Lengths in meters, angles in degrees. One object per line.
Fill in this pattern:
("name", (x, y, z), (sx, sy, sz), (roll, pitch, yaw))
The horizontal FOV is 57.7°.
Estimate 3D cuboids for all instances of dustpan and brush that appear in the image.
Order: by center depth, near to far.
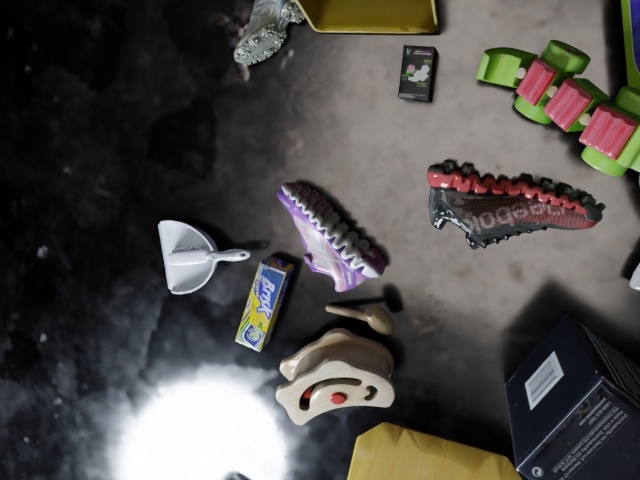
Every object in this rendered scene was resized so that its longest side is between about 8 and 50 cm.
("dustpan and brush", (-0.222, 0.029, 1.108), (0.211, 0.060, 0.147), (-5, 98, 16))

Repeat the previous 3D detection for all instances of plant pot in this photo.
("plant pot", (0.076, -0.446, 0.878), (0.212, 0.212, 0.187), (6, 89, 14))

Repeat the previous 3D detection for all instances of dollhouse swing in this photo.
("dollhouse swing", (0.186, 0.540, 1.070), (0.347, 0.315, 0.305), (12, 63, 13))

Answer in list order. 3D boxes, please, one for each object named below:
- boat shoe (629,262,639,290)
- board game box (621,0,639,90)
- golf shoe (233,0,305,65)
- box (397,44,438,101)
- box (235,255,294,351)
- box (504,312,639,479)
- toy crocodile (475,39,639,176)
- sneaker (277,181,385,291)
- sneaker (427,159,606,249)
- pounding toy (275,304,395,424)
("boat shoe", (0.609, 0.113, 0.879), (0.277, 0.098, 0.096), (34, 107, 17))
("board game box", (0.538, -0.357, 0.780), (0.233, 0.078, 0.347), (-3, 99, 39))
("golf shoe", (-0.093, -0.386, 1.010), (0.176, 0.069, 0.086), (-42, 67, 15))
("box", (0.160, -0.272, 0.950), (0.052, 0.062, 0.083), (9, 102, 15))
("box", (-0.104, 0.117, 1.092), (0.054, 0.059, 0.169), (21, 105, 9))
("box", (0.446, 0.297, 0.847), (0.294, 0.296, 0.183), (36, 106, 7))
("toy crocodile", (0.378, -0.191, 0.840), (0.340, 0.105, 0.115), (47, 131, 28))
("sneaker", (0.000, 0.000, 1.030), (0.236, 0.095, 0.104), (46, 115, 3))
("sneaker", (0.300, -0.043, 0.933), (0.276, 0.097, 0.135), (12, 102, 15))
("pounding toy", (0.048, 0.219, 1.064), (0.269, 0.155, 0.154), (-35, 118, 27))
